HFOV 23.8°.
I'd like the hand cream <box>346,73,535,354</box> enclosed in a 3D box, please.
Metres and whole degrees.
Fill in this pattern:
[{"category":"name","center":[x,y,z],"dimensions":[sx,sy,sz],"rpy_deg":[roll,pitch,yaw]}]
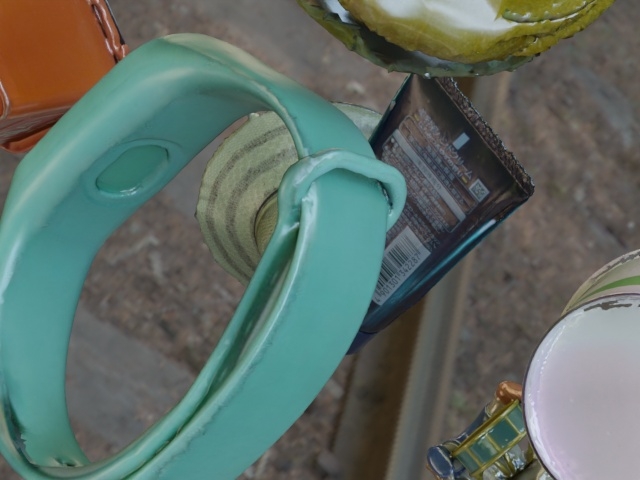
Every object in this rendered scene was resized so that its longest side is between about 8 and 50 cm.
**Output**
[{"category":"hand cream","center":[0.051,-0.011,1.085],"dimensions":[0.061,0.270,0.120],"rpy_deg":[-26,73,-35]}]

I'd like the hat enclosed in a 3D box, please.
[{"category":"hat","center":[0.000,0.000,1.421],"dimensions":[0.252,0.252,0.110],"rpy_deg":[28,33,-18]}]

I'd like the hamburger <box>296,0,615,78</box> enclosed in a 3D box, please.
[{"category":"hamburger","center":[0.063,-0.162,0.636],"dimensions":[0.113,0.177,0.185],"rpy_deg":[-72,154,-84]}]

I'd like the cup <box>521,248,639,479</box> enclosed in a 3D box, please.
[{"category":"cup","center":[0.300,0.128,1.360],"dimensions":[0.253,0.253,0.274],"rpy_deg":[53,17,13]}]

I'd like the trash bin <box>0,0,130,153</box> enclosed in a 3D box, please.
[{"category":"trash bin","center":[-0.284,-0.168,1.308],"dimensions":[0.184,0.161,0.239],"rpy_deg":[67,20,-5]}]

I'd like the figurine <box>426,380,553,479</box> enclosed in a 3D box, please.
[{"category":"figurine","center":[0.248,0.299,1.687],"dimensions":[0.161,0.158,0.275],"rpy_deg":[-43,86,-11]}]

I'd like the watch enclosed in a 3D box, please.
[{"category":"watch","center":[-0.069,0.012,0.685],"dimensions":[0.068,0.237,0.195],"rpy_deg":[19,41,-46]}]
